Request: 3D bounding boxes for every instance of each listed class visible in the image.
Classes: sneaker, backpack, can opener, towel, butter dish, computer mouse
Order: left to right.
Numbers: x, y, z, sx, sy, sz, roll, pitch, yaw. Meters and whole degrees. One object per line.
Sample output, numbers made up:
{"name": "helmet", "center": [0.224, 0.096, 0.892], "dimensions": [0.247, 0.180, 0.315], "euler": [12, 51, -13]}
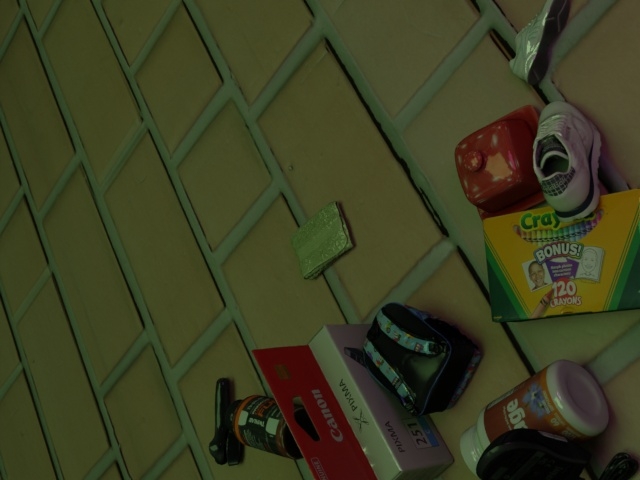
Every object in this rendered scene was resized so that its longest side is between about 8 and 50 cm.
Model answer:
{"name": "can opener", "center": [-0.206, 0.385, 2.056], "dimensions": [0.059, 0.073, 0.186], "euler": [110, 156, -77]}
{"name": "towel", "center": [0.000, 0.000, 1.873], "dimensions": [0.148, 0.027, 0.110], "euler": [-40, 60, 38]}
{"name": "backpack", "center": [0.161, 0.191, 1.628], "dimensions": [0.173, 0.116, 0.158], "euler": [39, 115, 40]}
{"name": "butter dish", "center": [0.272, -0.122, 1.530], "dimensions": [0.159, 0.118, 0.160], "euler": [-28, 68, 42]}
{"name": "computer mouse", "center": [0.308, 0.340, 1.389], "dimensions": [0.184, 0.261, 0.060], "euler": [-59, 30, 32]}
{"name": "sneaker", "center": [0.339, -0.326, 1.520], "dimensions": [0.061, 0.053, 0.152], "euler": [39, 116, 43]}
{"name": "sneaker", "center": [0.351, -0.137, 1.411], "dimensions": [0.090, 0.095, 0.235], "euler": [-31, 35, 29]}

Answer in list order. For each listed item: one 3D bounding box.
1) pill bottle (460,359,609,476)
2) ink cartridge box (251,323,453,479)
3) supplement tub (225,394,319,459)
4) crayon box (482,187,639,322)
{"name": "pill bottle", "center": [0.316, 0.280, 1.458], "dimensions": [0.216, 0.121, 0.121], "euler": [-43, 58, 36]}
{"name": "ink cartridge box", "center": [0.055, 0.278, 1.630], "dimensions": [0.066, 0.261, 0.296], "euler": [-51, 54, 32]}
{"name": "supplement tub", "center": [-0.102, 0.363, 1.902], "dimensions": [0.197, 0.106, 0.106], "euler": [3, 90, 46]}
{"name": "crayon box", "center": [0.380, 0.028, 1.434], "dimensions": [0.278, 0.081, 0.166], "euler": [-12, 79, 45]}
